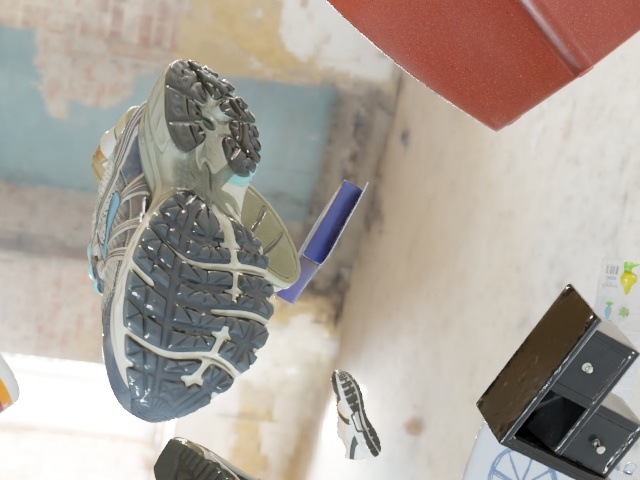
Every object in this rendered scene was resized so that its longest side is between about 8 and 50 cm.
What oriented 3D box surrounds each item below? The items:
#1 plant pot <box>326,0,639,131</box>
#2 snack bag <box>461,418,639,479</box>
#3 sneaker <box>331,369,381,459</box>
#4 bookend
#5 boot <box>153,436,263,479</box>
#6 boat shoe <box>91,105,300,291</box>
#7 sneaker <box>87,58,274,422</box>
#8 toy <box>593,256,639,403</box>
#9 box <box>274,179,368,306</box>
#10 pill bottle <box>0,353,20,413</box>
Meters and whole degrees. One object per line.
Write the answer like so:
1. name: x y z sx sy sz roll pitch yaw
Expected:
1. plant pot: 0.202 -0.268 1.295 0.235 0.267 0.267 54 154 -1
2. snack bag: 0.299 0.408 1.523 0.037 0.343 0.323 26 -99 -72
3. sneaker: 0.030 0.202 1.493 0.044 0.040 0.109 -25 78 32
4. bookend: 0.265 0.149 1.274 0.156 0.157 0.072 -54 26 15
5. boot: -0.034 0.228 1.109 0.137 0.198 0.077 -23 -29 -57
6. boat shoe: -0.158 -0.037 1.659 0.103 0.302 0.113 -40 11 33
7. sneaker: -0.106 0.013 0.894 0.122 0.110 0.283 -38 35 37
8. toy: 0.471 0.144 2.124 0.056 0.137 0.237 24 104 54
9. box: 0.000 0.000 1.875 0.136 0.037 0.225 -61 4 -26
10. pill bottle: -0.429 0.179 1.329 0.221 0.121 0.121 -38 -11 -24
